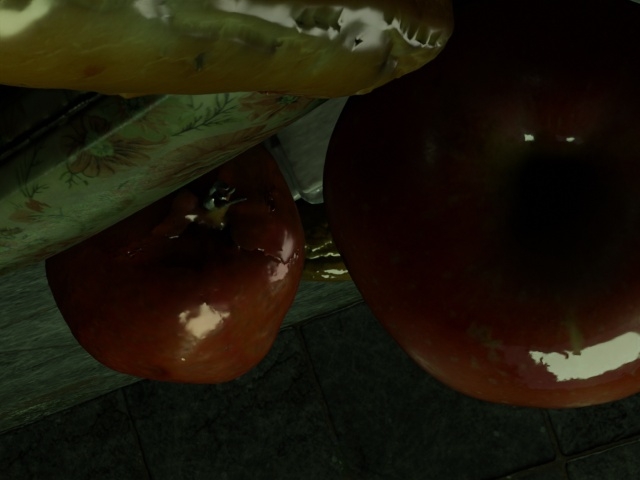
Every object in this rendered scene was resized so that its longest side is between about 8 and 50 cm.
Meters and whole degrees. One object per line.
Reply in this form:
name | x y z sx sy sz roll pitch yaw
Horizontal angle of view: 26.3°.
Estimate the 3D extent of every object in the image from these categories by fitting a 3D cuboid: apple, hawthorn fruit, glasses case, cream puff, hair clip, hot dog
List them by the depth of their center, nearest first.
hot dog | -0.052 -0.129 0.485 0.117 0.158 0.349 -2 -176 25
apple | 0.130 -0.025 0.848 0.260 0.260 0.216 -19 176 0
glasses case | -0.137 -0.067 0.875 0.425 0.098 0.156 -26 171 37
hawthorn fruit | -0.105 -0.001 1.067 0.211 0.211 0.299 -16 166 -19
hair clip | 0.030 -0.086 1.104 0.101 0.085 0.331 -30 -177 -34
cream puff | 0.000 -0.004 1.614 0.144 0.103 0.126 -1 -175 -7

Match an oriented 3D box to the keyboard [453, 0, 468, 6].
keyboard | 0.082 -0.161 1.043 0.250 0.017 0.087 -17 174 -8
